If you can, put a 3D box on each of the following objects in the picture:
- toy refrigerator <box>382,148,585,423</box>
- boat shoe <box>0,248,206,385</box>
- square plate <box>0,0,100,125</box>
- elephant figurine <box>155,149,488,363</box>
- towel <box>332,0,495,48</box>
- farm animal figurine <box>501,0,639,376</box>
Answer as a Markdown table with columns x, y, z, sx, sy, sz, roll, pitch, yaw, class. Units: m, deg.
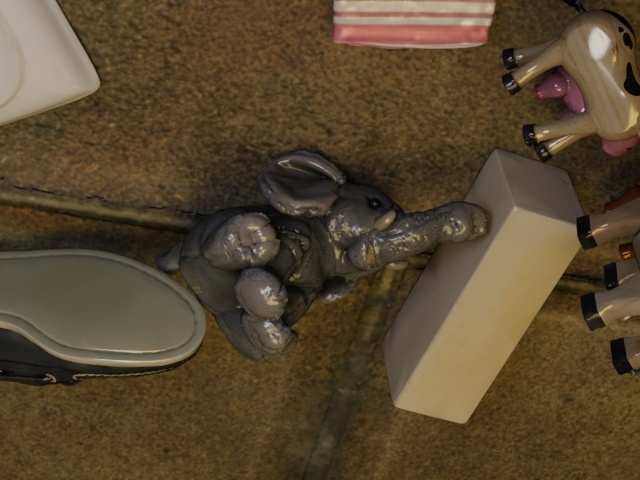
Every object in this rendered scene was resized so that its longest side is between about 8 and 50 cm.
| x | y | z | sx | sy | sz | roll | pitch | yaw | class |
| --- | --- | --- | --- | --- | --- | --- | --- | --- | --- |
| 0.164 | 0.051 | 1.393 | 0.094 | 0.102 | 0.269 | 16 | 123 | -18 | toy refrigerator |
| -0.271 | 0.087 | 1.338 | 0.340 | 0.127 | 0.113 | 4 | 140 | 7 | boat shoe |
| -0.414 | -0.197 | 1.170 | 0.344 | 0.049 | 0.347 | -19 | 127 | 9 | square plate |
| 0.000 | 0.000 | 1.314 | 0.239 | 0.186 | 0.169 | -33 | 169 | -27 | elephant figurine |
| 0.086 | -0.257 | 1.196 | 0.144 | 0.029 | 0.197 | 0 | 125 | -7 | towel |
| 0.309 | -0.032 | 1.216 | 0.172 | 0.327 | 0.330 | -20 | 146 | 24 | farm animal figurine |
